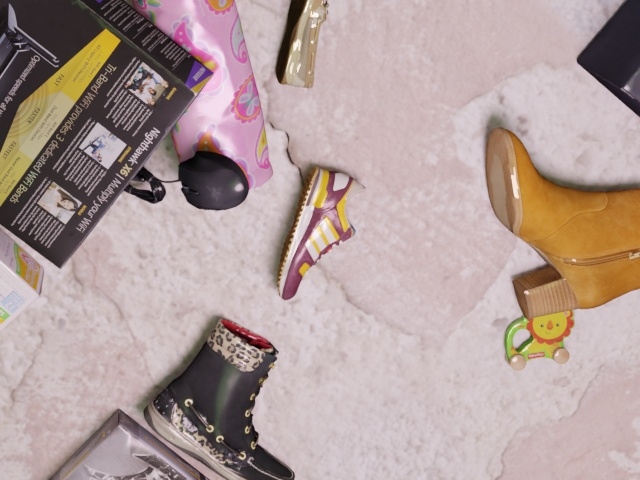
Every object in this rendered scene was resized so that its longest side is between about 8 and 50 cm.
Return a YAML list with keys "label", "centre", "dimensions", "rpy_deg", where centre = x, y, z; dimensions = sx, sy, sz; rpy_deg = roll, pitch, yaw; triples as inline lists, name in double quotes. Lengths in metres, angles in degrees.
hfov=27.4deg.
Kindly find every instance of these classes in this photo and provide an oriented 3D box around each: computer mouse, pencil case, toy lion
- label: "computer mouse"
  centre: [-0.179, -0.069, 1.602]
  dimensions: [0.041, 0.242, 0.071]
  rpy_deg: [-36, 117, -39]
- label: "pencil case"
  centre: [-0.143, -0.193, 1.612]
  dimensions: [0.124, 0.124, 0.284]
  rpy_deg: [-16, 110, -3]
- label: "toy lion"
  centre: [0.306, 0.127, 1.834]
  dimensions: [0.100, 0.034, 0.096]
  rpy_deg: [-9, 103, -5]

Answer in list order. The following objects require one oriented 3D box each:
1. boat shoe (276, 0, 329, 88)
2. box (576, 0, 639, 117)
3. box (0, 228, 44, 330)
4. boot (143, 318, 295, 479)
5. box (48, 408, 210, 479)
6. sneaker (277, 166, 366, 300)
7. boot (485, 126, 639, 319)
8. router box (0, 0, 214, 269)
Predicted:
- label: "boat shoe"
  centre: [-0.014, -0.264, 1.640]
  dimensions: [0.048, 0.056, 0.153]
  rpy_deg: [8, 109, -21]
- label: "box"
  centre: [0.567, -0.249, 1.662]
  dimensions: [0.312, 0.179, 0.343]
  rpy_deg: [37, 100, -19]
- label: "box"
  centre: [-0.458, 0.022, 1.645]
  dimensions: [0.114, 0.103, 0.203]
  rpy_deg: [-42, 109, 7]
- label: "boot"
  centre: [-0.097, 0.230, 1.781]
  dimensions: [0.236, 0.085, 0.178]
  rpy_deg: [33, 99, -17]
- label: "box"
  centre: [-0.287, 0.373, 1.817]
  dimensions: [0.231, 0.056, 0.183]
  rpy_deg: [-45, 110, 8]
- label: "sneaker"
  centre: [0.000, 0.000, 1.723]
  dimensions: [0.084, 0.069, 0.185]
  rpy_deg: [16, 107, -8]
- label: "boot"
  centre: [0.344, -0.044, 1.751]
  dimensions: [0.211, 0.104, 0.295]
  rpy_deg: [-19, 116, -7]
- label: "router box"
  centre: [-0.313, -0.153, 1.555]
  dimensions: [0.243, 0.081, 0.309]
  rpy_deg: [39, 117, -7]
